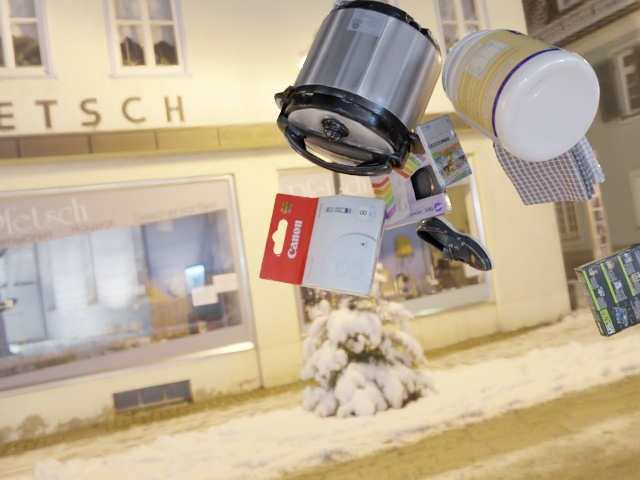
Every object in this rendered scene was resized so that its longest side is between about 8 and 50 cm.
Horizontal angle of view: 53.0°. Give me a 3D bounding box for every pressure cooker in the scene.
[{"bbox_3d":[0.098,-0.379,1.741,0.375,0.420,0.370,31,-16,-33],"label":"pressure cooker"}]

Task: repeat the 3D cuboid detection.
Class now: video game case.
[{"bbox_3d":[0.313,-0.226,1.619,0.119,0.166,0.015,-26,4,-36],"label":"video game case"}]

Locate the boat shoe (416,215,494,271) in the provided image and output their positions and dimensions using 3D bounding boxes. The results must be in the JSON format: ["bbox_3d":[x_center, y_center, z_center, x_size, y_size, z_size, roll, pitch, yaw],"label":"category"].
[{"bbox_3d":[0.463,0.023,2.265,0.113,0.127,0.340,-29,47,-17],"label":"boat shoe"}]

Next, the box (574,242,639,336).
[{"bbox_3d":[0.774,0.126,1.648,0.184,0.190,0.045,-23,1,-2],"label":"box"}]

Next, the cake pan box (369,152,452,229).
[{"bbox_3d":[0.317,-0.185,2.271,0.267,0.246,0.070,-14,-1,30],"label":"cake pan box"}]

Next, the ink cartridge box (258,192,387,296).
[{"bbox_3d":[0.000,0.000,2.069,0.385,0.308,0.091,8,-11,13],"label":"ink cartridge box"}]

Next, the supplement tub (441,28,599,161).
[{"bbox_3d":[0.442,-0.346,1.474,0.241,0.241,0.331,-8,31,-15],"label":"supplement tub"}]

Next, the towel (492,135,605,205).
[{"bbox_3d":[0.671,-0.228,1.904,0.235,0.283,0.121,-9,36,45],"label":"towel"}]

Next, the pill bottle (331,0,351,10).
[{"bbox_3d":[0.098,-0.696,1.961,0.120,0.067,0.067,20,13,31],"label":"pill bottle"}]
